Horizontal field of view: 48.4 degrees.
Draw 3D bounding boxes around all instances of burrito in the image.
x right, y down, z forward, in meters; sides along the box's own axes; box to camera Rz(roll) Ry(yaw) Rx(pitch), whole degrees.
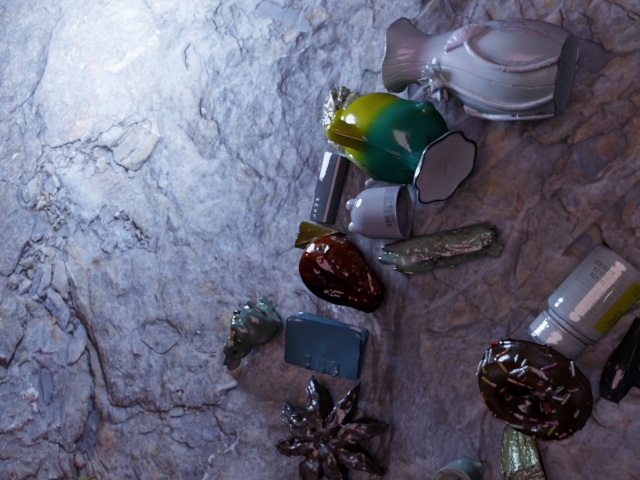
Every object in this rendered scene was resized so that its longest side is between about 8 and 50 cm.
[{"bbox_3d":[0.293,0.024,1.761,0.309,0.066,0.096,-12,76,22],"label":"burrito"}]

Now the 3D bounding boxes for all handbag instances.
[{"bbox_3d":[0.009,0.279,1.875,0.221,0.057,0.144,12,97,23],"label":"handbag"}]

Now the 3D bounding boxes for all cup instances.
[{"bbox_3d":[0.147,-0.089,1.799,0.142,0.134,0.173,-1,86,26],"label":"cup"}]

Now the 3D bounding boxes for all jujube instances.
[{"bbox_3d":[0.057,0.091,1.813,0.236,0.168,0.168,37,101,11],"label":"jujube"}]

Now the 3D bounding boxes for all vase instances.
[{"bbox_3d":[0.364,-0.416,1.684,0.445,0.250,0.250,15,92,29],"label":"vase"}]

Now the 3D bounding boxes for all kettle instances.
[{"bbox_3d":[0.316,0.574,1.661,0.098,0.148,0.127,27,95,21],"label":"kettle"}]

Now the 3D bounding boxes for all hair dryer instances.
[{"bbox_3d":[0.739,0.296,1.553,0.219,0.075,0.195,26,87,13],"label":"hair dryer"}]

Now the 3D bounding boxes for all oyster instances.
[{"bbox_3d":[0.054,-0.316,1.894,0.133,0.072,0.209,3,85,21],"label":"oyster"}]

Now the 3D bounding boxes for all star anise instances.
[{"bbox_3d":[0.022,0.505,1.816,0.331,0.117,0.332,0,91,22],"label":"star anise"}]

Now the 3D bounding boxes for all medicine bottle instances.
[{"bbox_3d":[0.588,0.143,1.577,0.143,0.143,0.258,45,104,21],"label":"medicine bottle"}]

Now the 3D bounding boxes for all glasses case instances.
[{"bbox_3d":[0.022,-0.139,1.912,0.072,0.042,0.191,14,91,32],"label":"glasses case"}]

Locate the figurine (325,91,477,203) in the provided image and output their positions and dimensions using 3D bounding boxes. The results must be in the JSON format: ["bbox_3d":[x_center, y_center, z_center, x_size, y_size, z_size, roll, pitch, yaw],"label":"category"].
[{"bbox_3d":[0.190,-0.246,1.721,0.340,0.323,0.231,37,126,39],"label":"figurine"}]

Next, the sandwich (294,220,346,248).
[{"bbox_3d":[0.000,0.000,1.890,0.116,0.074,0.074,16,90,23],"label":"sandwich"}]

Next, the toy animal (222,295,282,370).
[{"bbox_3d":[-0.207,0.268,1.942,0.138,0.108,0.236,36,101,22],"label":"toy animal"}]

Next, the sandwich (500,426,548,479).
[{"bbox_3d":[0.472,0.556,1.626,0.094,0.096,0.258,-15,82,17],"label":"sandwich"}]

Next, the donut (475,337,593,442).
[{"bbox_3d":[0.465,0.333,1.571,0.269,0.103,0.270,24,136,26],"label":"donut"}]
